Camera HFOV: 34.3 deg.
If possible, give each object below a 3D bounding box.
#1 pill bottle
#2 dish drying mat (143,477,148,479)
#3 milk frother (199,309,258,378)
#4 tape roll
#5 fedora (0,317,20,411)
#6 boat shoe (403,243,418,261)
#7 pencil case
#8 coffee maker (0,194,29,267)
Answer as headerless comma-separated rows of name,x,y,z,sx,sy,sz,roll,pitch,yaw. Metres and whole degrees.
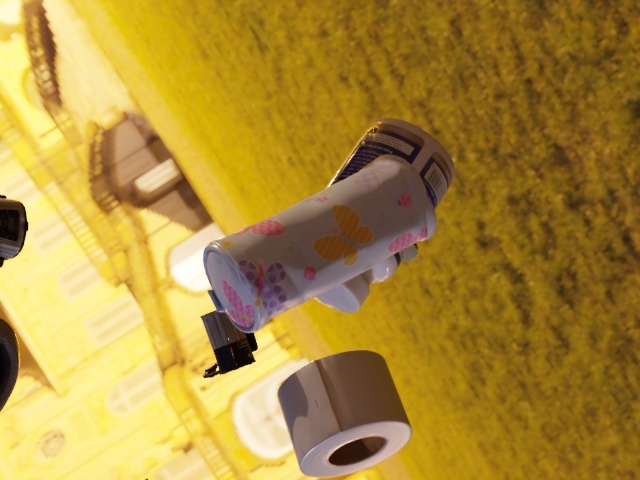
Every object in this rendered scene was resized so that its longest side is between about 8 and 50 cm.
pill bottle,0.069,-0.035,1.496,0.153,0.264,0.153,29,158,13
dish drying mat,-0.330,0.457,1.893,0.008,0.032,0.083,20,150,-13
milk frother,-0.218,0.220,2.224,0.129,0.143,0.135,-3,-108,-75
tape roll,0.048,0.360,2.134,0.246,0.246,0.169,62,-174,-59
fedora,-0.602,0.205,1.587,0.124,0.275,0.244,31,165,46
boat shoe,0.116,-0.019,1.647,0.133,0.049,0.042,51,-157,-45
pencil case,0.000,0.000,1.183,0.124,0.273,0.113,-7,109,63
coffee maker,-0.509,-0.028,1.380,0.171,0.120,0.178,21,-177,36
